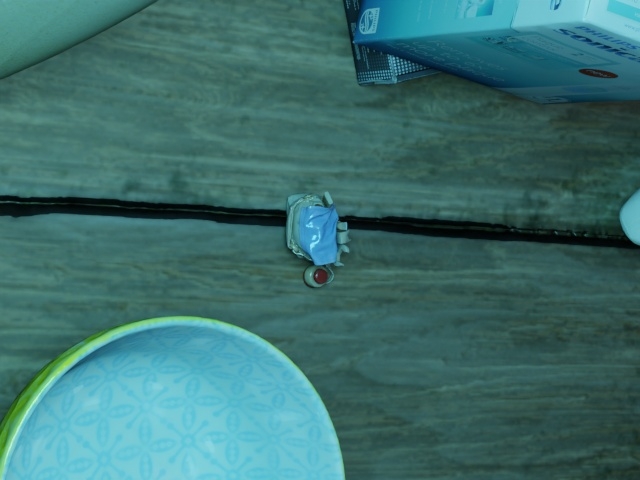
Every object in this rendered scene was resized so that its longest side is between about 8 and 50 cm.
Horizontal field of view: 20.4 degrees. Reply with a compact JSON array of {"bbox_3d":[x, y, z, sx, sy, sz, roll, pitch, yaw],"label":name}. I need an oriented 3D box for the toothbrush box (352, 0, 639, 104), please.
[{"bbox_3d":[0.202,-0.193,1.402,0.216,0.295,0.126,14,84,-33],"label":"toothbrush box"}]

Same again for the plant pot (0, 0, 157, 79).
[{"bbox_3d":[-0.208,-0.230,1.217,0.274,0.256,0.256,-39,120,22],"label":"plant pot"}]

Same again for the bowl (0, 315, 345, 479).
[{"bbox_3d":[-0.141,0.195,1.342,0.289,0.156,0.289,-1,92,-33],"label":"bowl"}]

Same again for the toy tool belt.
[{"bbox_3d":[0.000,0.000,1.491,0.052,0.051,0.083,-14,99,-32],"label":"toy tool belt"}]

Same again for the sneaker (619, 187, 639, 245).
[{"bbox_3d":[0.390,-0.047,1.718,0.330,0.146,0.122,0,65,-54],"label":"sneaker"}]

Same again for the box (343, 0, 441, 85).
[{"bbox_3d":[0.110,-0.286,1.551,0.216,0.060,0.270,-15,99,-32],"label":"box"}]
